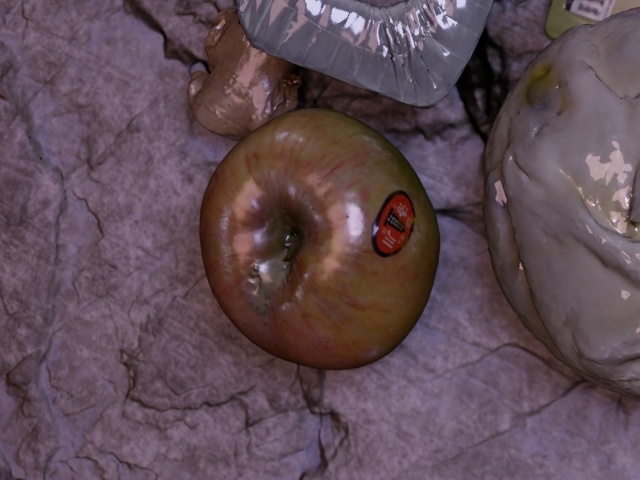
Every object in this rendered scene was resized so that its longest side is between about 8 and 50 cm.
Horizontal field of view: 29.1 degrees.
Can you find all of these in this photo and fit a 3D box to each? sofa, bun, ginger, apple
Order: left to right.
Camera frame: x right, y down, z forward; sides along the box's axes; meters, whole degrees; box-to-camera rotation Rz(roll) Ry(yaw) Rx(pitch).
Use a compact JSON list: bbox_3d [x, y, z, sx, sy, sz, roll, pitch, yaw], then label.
[{"bbox_3d":[-0.058,-0.208,1.339,0.137,0.074,0.213,39,109,5],"label":"ginger"},{"bbox_3d":[0.000,0.000,1.236,0.261,0.194,0.260,0,90,28],"label":"apple"},{"bbox_3d":[0.046,-0.241,1.182,0.225,0.210,0.176,21,102,0],"label":"sofa"},{"bbox_3d":[0.295,-0.028,1.067,0.365,0.219,0.365,2,93,30],"label":"bun"}]

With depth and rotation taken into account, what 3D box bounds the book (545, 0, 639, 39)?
[{"bbox_3d":[0.401,-0.246,1.131,0.352,0.035,0.239,25,102,24],"label":"book"}]
